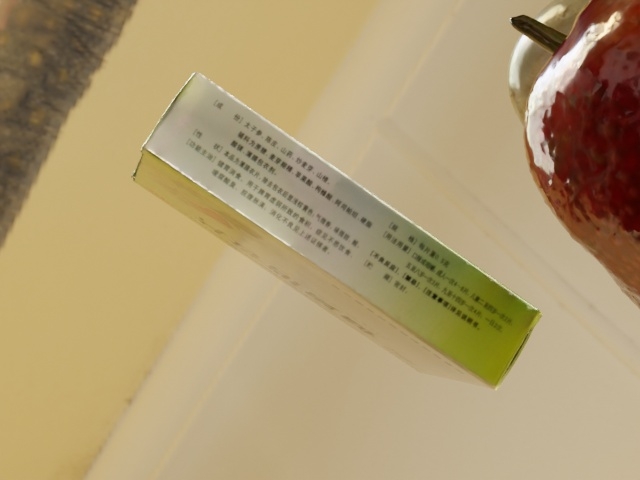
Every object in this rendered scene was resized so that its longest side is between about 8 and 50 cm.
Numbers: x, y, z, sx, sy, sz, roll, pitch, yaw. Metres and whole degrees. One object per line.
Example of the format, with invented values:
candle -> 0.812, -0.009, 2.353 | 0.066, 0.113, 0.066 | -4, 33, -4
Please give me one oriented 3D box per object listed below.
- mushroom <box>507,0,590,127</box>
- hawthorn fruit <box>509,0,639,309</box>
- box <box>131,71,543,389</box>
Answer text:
mushroom -> 0.305, -0.154, 1.278 | 0.207, 0.207, 0.215 | -37, -127, 31
hawthorn fruit -> 0.290, -0.087, 0.964 | 0.369, 0.285, 0.284 | 34, -76, 27
box -> 0.001, 0.000, 0.811 | 0.062, 0.260, 0.175 | -58, -172, -8
